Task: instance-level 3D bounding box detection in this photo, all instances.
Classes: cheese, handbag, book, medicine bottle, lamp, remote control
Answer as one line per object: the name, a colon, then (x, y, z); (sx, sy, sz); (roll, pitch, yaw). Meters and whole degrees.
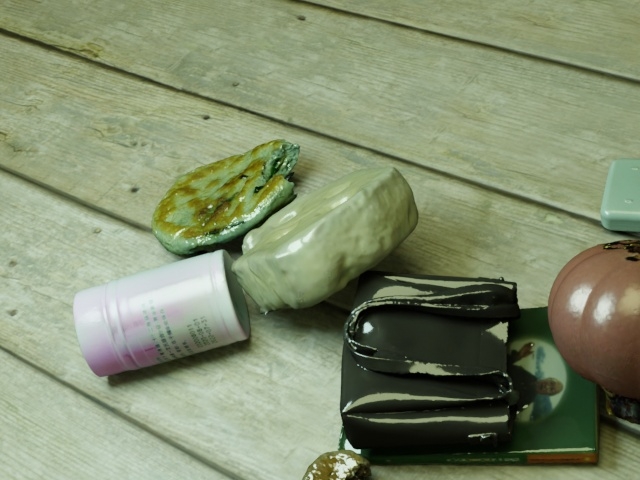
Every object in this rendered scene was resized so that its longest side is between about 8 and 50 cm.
cheese: (0.000, 0.000, 1.904); (0.318, 0.115, 0.326); (-26, 11, 27)
handbag: (0.162, 0.164, 1.742); (0.257, 0.113, 0.285); (-1, 48, 12)
book: (0.221, 0.212, 1.774); (0.370, 0.043, 0.260); (-3, 48, 18)
medicine bottle: (-0.255, 0.119, 1.951); (0.253, 0.152, 0.152); (-15, 44, 5)
lamp: (0.453, 0.124, 1.620); (0.305, 0.240, 0.305); (6, 13, -1)
remote control: (0.597, -0.068, 1.899); (0.296, 0.056, 0.140); (4, 52, 21)

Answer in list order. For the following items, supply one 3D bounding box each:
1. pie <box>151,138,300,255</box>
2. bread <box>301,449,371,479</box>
pie: (-0.165, -0.079, 2.138); (0.302, 0.067, 0.302); (-22, 31, 14)
bread: (0.017, 0.345, 1.701); (0.082, 0.060, 0.113); (20, 55, 33)
